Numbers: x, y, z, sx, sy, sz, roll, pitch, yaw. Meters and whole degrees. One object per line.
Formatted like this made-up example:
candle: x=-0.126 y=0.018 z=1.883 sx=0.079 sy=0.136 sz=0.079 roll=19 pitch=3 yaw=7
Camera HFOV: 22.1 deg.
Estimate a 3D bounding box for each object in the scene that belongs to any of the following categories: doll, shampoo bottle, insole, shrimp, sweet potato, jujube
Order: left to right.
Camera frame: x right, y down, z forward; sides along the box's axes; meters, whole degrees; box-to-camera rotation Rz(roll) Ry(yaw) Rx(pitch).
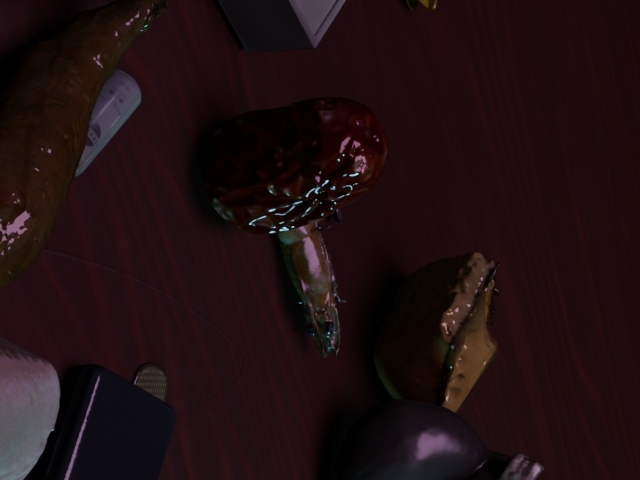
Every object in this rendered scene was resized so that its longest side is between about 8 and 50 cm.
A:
sweet potato: x=-0.289 y=-0.109 z=1.678 sx=0.130 sy=0.130 sz=0.423 roll=58 pitch=45 yaw=-39
shampoo bottle: x=-0.264 y=-0.108 z=1.778 sx=0.195 sy=0.056 sz=0.056 roll=-58 pitch=135 yaw=-38
insole: x=-0.212 y=0.268 z=1.911 sx=0.086 sy=0.005 sz=0.253 roll=17 pitch=77 yaw=-56
jujube: x=-0.031 y=-0.095 z=1.978 sx=0.155 sy=0.230 sz=0.155 roll=29 pitch=52 yaw=-44
shrimp: x=0.000 y=0.000 z=2.181 sx=0.169 sy=0.058 sz=0.296 roll=-33 pitch=114 yaw=-54
doll: x=0.144 y=0.434 z=2.290 sx=0.382 sy=0.378 sz=0.252 roll=-55 pitch=-178 yaw=-6

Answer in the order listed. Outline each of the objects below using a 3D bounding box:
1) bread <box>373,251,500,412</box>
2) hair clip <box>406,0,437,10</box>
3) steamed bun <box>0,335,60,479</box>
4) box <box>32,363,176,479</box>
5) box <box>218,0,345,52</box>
bread: x=0.164 y=0.148 z=2.338 sx=0.262 sy=0.162 sz=0.204 roll=86 pitch=25 yaw=-51
hair clip: x=0.115 y=-0.398 z=2.341 sx=0.173 sy=0.046 sz=0.072 roll=44 pitch=53 yaw=-50
steamed bun: x=-0.419 y=0.140 z=1.392 sx=0.383 sy=0.247 sz=0.236 roll=35 pitch=73 yaw=-57
box: x=-0.247 y=0.267 z=1.815 sx=0.160 sy=0.050 sz=0.230 roll=38 pitch=61 yaw=-47
box: x=-0.054 y=-0.392 z=2.029 sx=0.225 sy=0.117 sz=0.225 roll=-60 pitch=136 yaw=-34
